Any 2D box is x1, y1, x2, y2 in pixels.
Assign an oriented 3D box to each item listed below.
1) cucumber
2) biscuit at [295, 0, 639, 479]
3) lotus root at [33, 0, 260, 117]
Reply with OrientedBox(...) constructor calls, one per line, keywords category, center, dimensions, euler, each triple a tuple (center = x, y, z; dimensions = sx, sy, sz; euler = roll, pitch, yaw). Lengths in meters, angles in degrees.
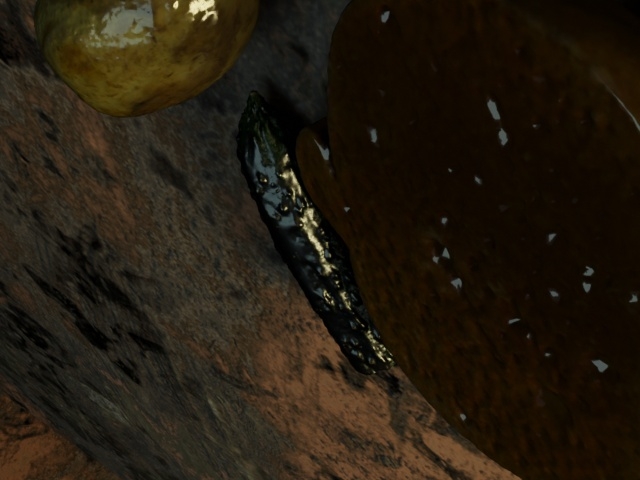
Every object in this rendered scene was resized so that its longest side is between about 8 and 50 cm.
OrientedBox(category="cucumber", center=(-0.002, 0.001, 0.735), dimensions=(0.072, 0.072, 0.300), euler=(5, 135, 46))
OrientedBox(category="biscuit", center=(0.117, 0.000, 0.565), dimensions=(0.350, 0.070, 0.394), euler=(37, 148, 35))
OrientedBox(category="lotus root", center=(-0.113, -0.159, 0.577), dimensions=(0.214, 0.138, 0.138), euler=(-20, 116, 49))
